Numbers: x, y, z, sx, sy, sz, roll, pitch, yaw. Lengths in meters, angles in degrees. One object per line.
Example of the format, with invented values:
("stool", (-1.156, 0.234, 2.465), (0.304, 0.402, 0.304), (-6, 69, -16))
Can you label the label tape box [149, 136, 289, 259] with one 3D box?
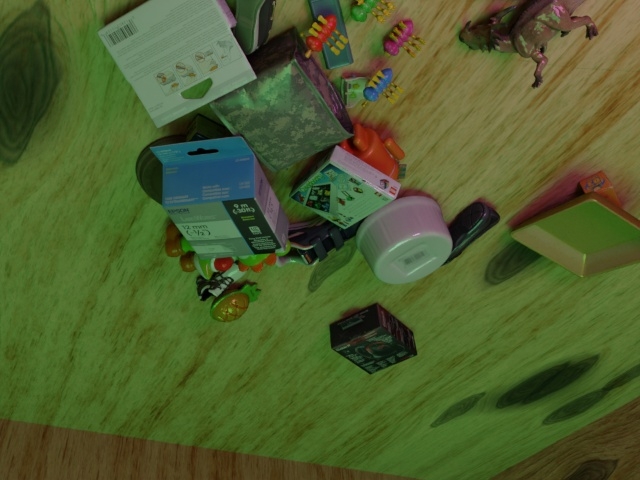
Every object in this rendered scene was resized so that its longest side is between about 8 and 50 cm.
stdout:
("label tape box", (-0.250, -0.095, 1.584), (0.249, 0.115, 0.347), (-4, 146, 16))

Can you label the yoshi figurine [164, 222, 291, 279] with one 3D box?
("yoshi figurine", (-0.257, -0.016, 1.848), (0.363, 0.203, 0.202), (-4, 106, 18))

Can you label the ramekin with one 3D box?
("ramekin", (0.254, 0.010, 1.877), (0.278, 0.135, 0.277), (-14, 145, -10))

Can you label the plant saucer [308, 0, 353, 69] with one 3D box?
("plant saucer", (0.025, -0.470, 1.432), (0.067, 0.018, 0.192), (-12, 140, 8))

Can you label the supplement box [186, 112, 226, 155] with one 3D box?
("supplement box", (-0.287, -0.259, 1.590), (0.083, 0.083, 0.056), (25, 131, -30))

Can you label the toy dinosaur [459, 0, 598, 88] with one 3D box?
("toy dinosaur", (0.474, -0.482, 1.393), (0.200, 0.127, 0.296), (34, 120, -28))

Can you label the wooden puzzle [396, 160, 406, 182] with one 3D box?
("wooden puzzle", (0.215, -0.193, 1.779), (0.050, 0.006, 0.083), (-2, 139, -4))

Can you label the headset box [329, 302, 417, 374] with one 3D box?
("headset box", (0.187, 0.362, 2.338), (0.218, 0.110, 0.293), (-29, 134, 25))

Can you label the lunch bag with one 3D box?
("lunch bag", (-0.083, -0.309, 1.492), (0.235, 0.168, 0.287), (-23, 132, 19))

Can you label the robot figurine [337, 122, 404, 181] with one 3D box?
("robot figurine", (0.123, -0.207, 1.664), (0.158, 0.128, 0.219), (-49, 132, -5))

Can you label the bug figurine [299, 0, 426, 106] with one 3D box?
("bug figurine", (0.101, -0.438, 1.411), (0.279, 0.072, 0.216), (34, 107, -34))

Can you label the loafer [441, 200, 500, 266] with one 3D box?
("loafer", (0.427, 0.003, 1.958), (0.095, 0.109, 0.302), (20, 130, -32))

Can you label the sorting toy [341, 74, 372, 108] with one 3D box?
("sorting toy", (0.090, -0.370, 1.538), (0.075, 0.044, 0.083), (-8, 139, -8))

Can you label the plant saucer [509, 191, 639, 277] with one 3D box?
("plant saucer", (0.801, -0.024, 1.892), (0.333, 0.080, 0.333), (28, 152, -17))

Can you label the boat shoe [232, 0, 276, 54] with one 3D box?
("boat shoe", (-0.132, -0.508, 1.336), (0.081, 0.069, 0.227), (34, 134, 15))

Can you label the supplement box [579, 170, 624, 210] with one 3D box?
("supplement box", (0.856, -0.105, 1.897), (0.078, 0.080, 0.233), (-27, 136, 22))

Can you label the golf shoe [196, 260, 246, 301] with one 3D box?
("golf shoe", (-0.313, 0.137, 2.040), (0.198, 0.093, 0.077), (-27, 133, 21))

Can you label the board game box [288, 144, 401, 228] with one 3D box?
("board game box", (0.054, -0.130, 1.667), (0.193, 0.053, 0.305), (30, 158, -13))

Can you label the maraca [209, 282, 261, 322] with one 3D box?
("maraca", (-0.286, 0.208, 2.125), (0.186, 0.099, 0.127), (-32, 147, -8))

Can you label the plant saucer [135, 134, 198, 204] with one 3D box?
("plant saucer", (-0.361, -0.169, 1.722), (0.278, 0.041, 0.277), (-3, 140, -3))

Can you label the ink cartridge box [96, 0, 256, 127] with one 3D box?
("ink cartridge box", (-0.302, -0.408, 1.368), (0.275, 0.060, 0.238), (-22, 114, 18))

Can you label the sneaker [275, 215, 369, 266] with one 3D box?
("sneaker", (0.000, 0.000, 1.892), (0.321, 0.127, 0.126), (-17, 137, 11))
